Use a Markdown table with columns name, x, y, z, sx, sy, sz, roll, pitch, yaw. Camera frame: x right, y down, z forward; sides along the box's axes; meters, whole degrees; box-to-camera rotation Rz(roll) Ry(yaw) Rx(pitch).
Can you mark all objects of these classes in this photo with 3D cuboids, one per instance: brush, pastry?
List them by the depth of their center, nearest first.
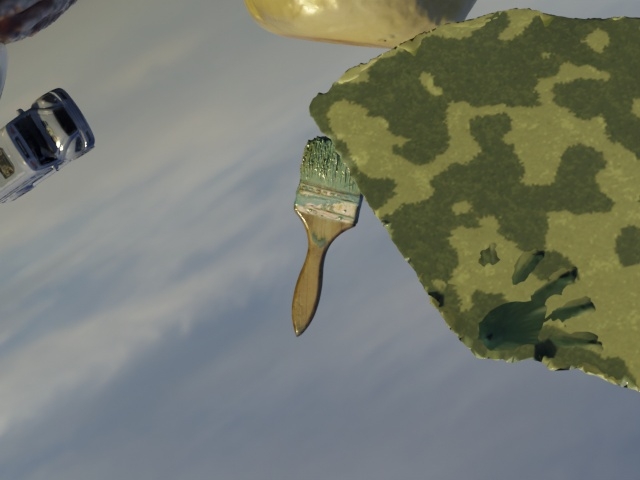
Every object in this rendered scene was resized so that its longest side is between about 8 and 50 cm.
| name | x | y | z | sx | sy | sz | roll | pitch | yaw |
| --- | --- | --- | --- | --- | --- | --- | --- | --- | --- |
| pastry | 0.026 | -0.167 | 0.830 | 0.156 | 0.092 | 0.156 | 9 | -171 | -1 |
| brush | 0.000 | 0.000 | 1.239 | 0.070 | 0.196 | 0.021 | 14 | -165 | 5 |

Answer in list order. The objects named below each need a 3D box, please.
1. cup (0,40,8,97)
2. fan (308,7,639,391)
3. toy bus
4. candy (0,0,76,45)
| name | x | y | z | sx | sy | sz | roll | pitch | yaw |
| --- | --- | --- | --- | --- | --- | --- | --- | --- | --- |
| cup | -0.414 | -0.113 | 0.842 | 0.253 | 0.371 | 0.253 | -62 | -173 | 14 |
| fan | 0.091 | -0.012 | 0.413 | 0.240 | 0.009 | 0.131 | 35 | -97 | 36 |
| toy bus | -0.307 | -0.088 | 1.346 | 0.167 | 0.073 | 0.076 | -28 | -174 | 40 |
| candy | -0.351 | -0.342 | 1.467 | 0.157 | 0.214 | 0.289 | 14 | -130 | 31 |
